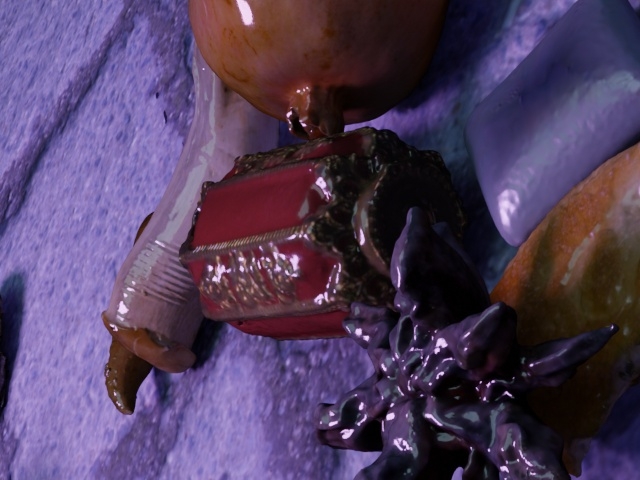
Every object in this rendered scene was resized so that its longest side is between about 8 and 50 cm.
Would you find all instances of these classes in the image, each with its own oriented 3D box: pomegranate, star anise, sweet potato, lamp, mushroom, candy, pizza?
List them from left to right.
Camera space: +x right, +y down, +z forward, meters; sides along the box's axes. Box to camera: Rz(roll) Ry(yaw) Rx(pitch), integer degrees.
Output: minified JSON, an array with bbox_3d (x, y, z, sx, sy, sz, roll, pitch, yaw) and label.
[{"bbox_3d":[-0.193,0.067,1.533,0.067,0.067,0.274,-31,41,44],"label":"sweet potato"},{"bbox_3d":[-0.121,-0.037,1.428,0.095,0.122,0.351,-147,75,-72],"label":"mushroom"},{"bbox_3d":[0.000,-0.208,1.248,0.252,0.229,0.270,-30,55,59],"label":"pomegranate"},{"bbox_3d":[0.000,0.000,1.186,0.274,0.177,0.177,-8,65,53],"label":"lamp"},{"bbox_3d":[0.076,0.091,0.920,0.212,0.129,0.283,-68,23,16],"label":"star anise"},{"bbox_3d":[0.182,-0.093,1.048,0.174,0.071,0.138,-48,37,31],"label":"candy"},{"bbox_3d":[0.186,0.048,0.955,0.365,0.074,0.182,-53,33,22],"label":"pizza"}]

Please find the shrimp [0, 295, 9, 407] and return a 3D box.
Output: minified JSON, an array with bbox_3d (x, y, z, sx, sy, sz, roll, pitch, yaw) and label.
[{"bbox_3d":[-0.486,0.199,1.842,0.145,0.116,0.343,-34,38,43],"label":"shrimp"}]
